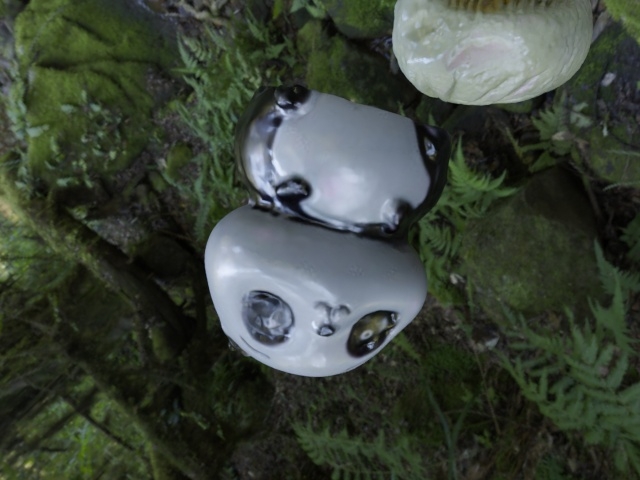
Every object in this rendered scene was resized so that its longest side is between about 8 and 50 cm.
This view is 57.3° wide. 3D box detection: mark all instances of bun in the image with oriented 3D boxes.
[{"bbox_3d":[0.206,-0.251,0.736,0.243,0.244,0.153,27,135,21],"label":"bun"}]

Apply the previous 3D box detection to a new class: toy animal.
[{"bbox_3d":[0.002,-0.003,0.497,0.187,0.235,0.165,13,-179,-12],"label":"toy animal"}]
